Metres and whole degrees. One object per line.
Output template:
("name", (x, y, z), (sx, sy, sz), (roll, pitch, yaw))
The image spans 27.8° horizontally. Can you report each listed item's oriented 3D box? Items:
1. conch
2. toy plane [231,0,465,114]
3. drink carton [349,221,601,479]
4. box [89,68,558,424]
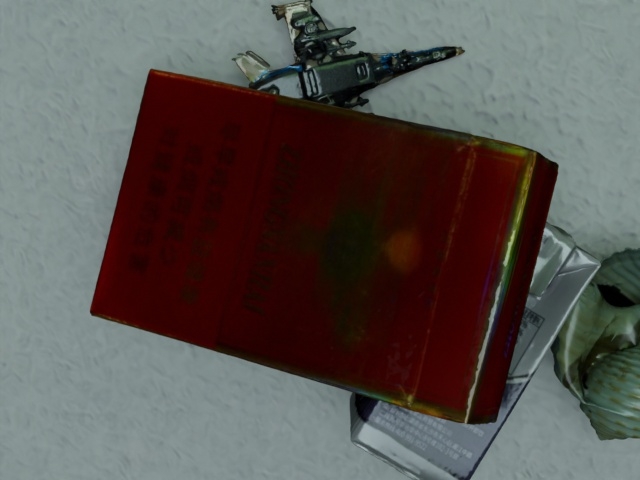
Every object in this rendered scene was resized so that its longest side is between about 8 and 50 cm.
("conch", (0.244, 0.086, 1.052), (0.135, 0.102, 0.153), (14, 78, -18))
("toy plane", (0.027, -0.136, 1.049), (0.188, 0.062, 0.135), (-12, 96, 2))
("drink carton", (0.118, 0.076, 1.038), (0.102, 0.134, 0.222), (30, 96, 0))
("box", (-0.001, 0.001, 0.961), (0.313, 0.089, 0.197), (14, 90, 23))
